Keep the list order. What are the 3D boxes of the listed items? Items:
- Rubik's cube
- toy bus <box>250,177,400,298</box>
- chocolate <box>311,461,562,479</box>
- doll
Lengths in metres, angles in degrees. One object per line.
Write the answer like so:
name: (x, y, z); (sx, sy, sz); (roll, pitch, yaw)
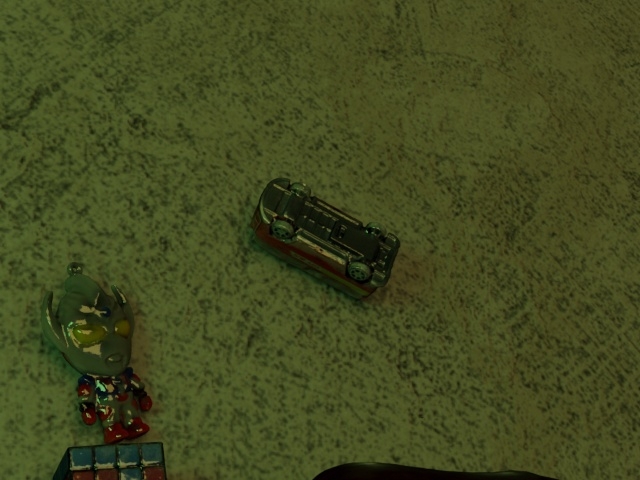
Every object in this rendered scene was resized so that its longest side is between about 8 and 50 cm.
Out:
Rubik's cube: (-0.198, 0.249, 1.018); (0.092, 0.092, 0.092); (2, 60, -23)
toy bus: (0.000, 0.000, 1.261); (0.174, 0.077, 0.079); (28, 54, -6)
chocolate: (0.072, 0.372, 0.936); (0.331, 0.384, 0.384); (6, 58, -3)
doll: (-0.227, 0.112, 1.106); (0.104, 0.062, 0.195); (-13, 74, -28)
